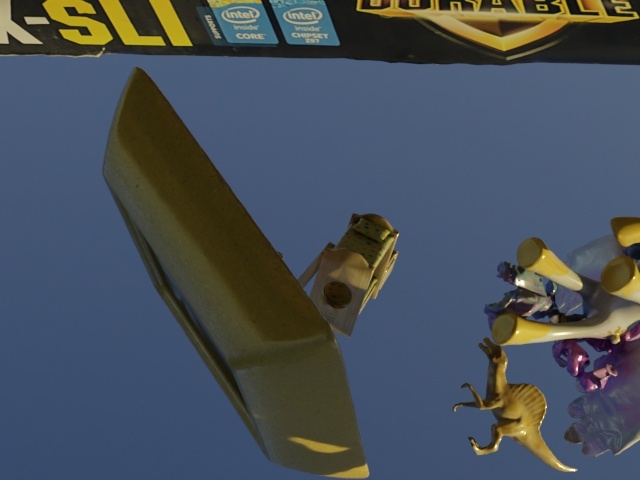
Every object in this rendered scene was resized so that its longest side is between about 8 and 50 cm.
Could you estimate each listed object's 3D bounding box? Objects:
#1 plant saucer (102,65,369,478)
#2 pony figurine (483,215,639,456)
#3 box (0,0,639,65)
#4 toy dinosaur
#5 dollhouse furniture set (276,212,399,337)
[{"bbox_3d":[-0.088,0.054,1.285,0.081,0.333,0.333,-31,-118,-10],"label":"plant saucer"},{"bbox_3d":[0.387,0.091,1.819,0.363,0.351,0.303,13,-122,-40],"label":"pony figurine"},{"bbox_3d":[-0.002,-0.201,0.415,0.257,0.079,0.322,5,-118,16],"label":"box"},{"bbox_3d":[0.202,0.196,1.499,0.183,0.092,0.053,59,-175,-10],"label":"toy dinosaur"},{"bbox_3d":[0.000,0.000,1.602,0.161,0.101,0.182,22,-152,8],"label":"dollhouse furniture set"}]
